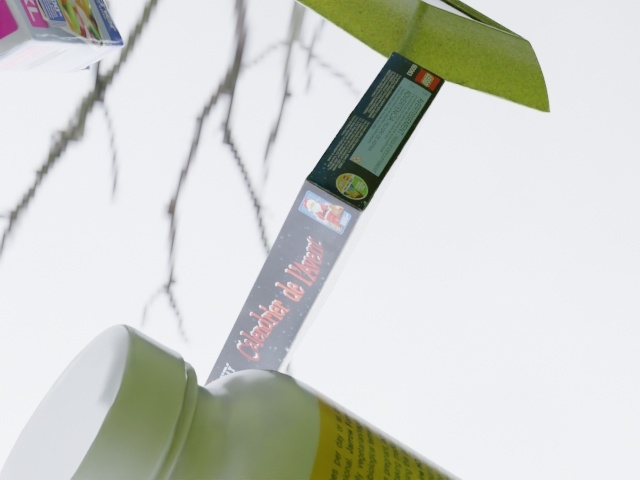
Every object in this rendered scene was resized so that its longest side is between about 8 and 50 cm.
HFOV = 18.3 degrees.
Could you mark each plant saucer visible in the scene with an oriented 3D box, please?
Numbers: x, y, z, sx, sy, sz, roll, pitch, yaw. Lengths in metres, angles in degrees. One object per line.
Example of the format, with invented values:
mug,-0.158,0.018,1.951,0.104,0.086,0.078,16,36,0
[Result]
plant saucer,0.067,-0.169,1.489,0.188,0.045,0.188,11,-161,-47

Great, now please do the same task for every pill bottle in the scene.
pill bottle,-0.004,0.187,1.064,0.334,0.188,0.188,33,-146,-19

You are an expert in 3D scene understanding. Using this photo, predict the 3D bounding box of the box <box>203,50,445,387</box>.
box,0.000,0.000,1.374,0.044,0.233,0.159,30,-136,2

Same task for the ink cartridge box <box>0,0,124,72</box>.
ink cartridge box,-0.248,-0.228,1.604,0.185,0.065,0.311,63,-171,0
